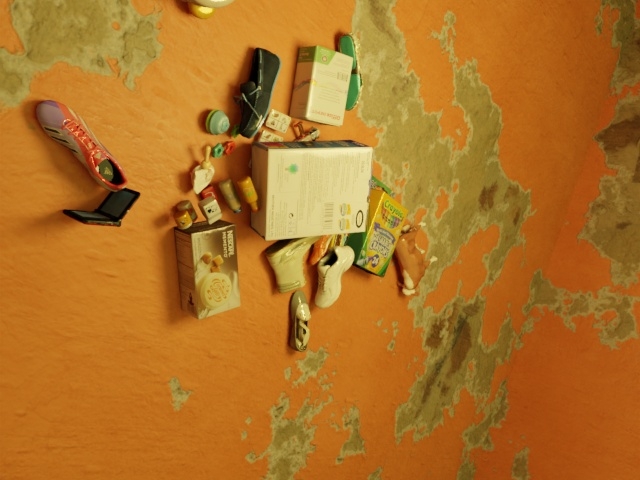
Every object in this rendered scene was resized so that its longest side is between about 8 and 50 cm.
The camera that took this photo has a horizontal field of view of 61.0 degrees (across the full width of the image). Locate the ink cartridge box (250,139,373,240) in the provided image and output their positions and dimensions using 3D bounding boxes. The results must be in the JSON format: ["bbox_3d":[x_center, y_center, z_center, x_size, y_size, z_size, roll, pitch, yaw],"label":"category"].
[{"bbox_3d":[-0.001,-0.157,1.620,0.395,0.151,0.270,-5,112,-23],"label":"ink cartridge box"}]

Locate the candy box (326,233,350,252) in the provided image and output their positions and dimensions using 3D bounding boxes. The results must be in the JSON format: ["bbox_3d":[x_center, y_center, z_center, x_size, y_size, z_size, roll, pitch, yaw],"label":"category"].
[{"bbox_3d":[0.083,-0.053,1.897,0.105,0.027,0.206,8,97,-48],"label":"candy box"}]

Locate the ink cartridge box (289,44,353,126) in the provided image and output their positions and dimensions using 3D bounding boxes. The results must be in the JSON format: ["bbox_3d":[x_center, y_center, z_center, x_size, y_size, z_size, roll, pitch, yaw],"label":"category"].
[{"bbox_3d":[0.002,-0.465,1.656,0.154,0.093,0.213,1,100,-43],"label":"ink cartridge box"}]

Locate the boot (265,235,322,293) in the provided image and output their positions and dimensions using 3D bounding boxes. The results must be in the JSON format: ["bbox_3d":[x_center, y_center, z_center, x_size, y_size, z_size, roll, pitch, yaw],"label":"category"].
[{"bbox_3d":[-0.068,0.061,1.753,0.213,0.077,0.165,-29,120,-28],"label":"boot"}]

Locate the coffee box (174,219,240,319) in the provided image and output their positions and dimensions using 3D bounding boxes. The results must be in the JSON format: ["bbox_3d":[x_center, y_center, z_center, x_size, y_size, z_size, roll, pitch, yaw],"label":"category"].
[{"bbox_3d":[-0.312,0.075,1.511,0.141,0.098,0.247,-15,112,-40],"label":"coffee box"}]

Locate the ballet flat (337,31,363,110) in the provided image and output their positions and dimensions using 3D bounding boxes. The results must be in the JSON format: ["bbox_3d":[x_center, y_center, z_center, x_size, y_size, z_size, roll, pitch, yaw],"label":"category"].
[{"bbox_3d":[0.104,-0.541,1.742,0.077,0.091,0.241,-37,132,-57],"label":"ballet flat"}]

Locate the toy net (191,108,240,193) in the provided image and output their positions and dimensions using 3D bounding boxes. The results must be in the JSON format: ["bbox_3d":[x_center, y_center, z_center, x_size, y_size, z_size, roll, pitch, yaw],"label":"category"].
[{"bbox_3d":[-0.297,-0.234,1.482,0.232,0.045,0.122,-66,161,-3],"label":"toy net"}]

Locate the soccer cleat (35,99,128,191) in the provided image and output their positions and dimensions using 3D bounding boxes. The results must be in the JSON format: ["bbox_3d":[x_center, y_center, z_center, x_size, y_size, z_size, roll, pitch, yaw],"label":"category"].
[{"bbox_3d":[-0.527,-0.212,1.222,0.083,0.095,0.248,-48,125,-22],"label":"soccer cleat"}]

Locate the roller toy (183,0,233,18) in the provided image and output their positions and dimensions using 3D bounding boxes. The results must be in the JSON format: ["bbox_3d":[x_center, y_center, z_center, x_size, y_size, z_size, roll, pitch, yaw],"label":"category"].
[{"bbox_3d":[-0.281,-0.660,1.296,0.191,0.146,0.209,-52,137,-7],"label":"roller toy"}]

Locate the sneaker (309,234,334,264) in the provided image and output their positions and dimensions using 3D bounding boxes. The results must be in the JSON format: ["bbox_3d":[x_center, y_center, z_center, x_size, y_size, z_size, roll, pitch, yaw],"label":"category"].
[{"bbox_3d":[0.000,0.000,1.822,0.067,0.064,0.175,26,90,-8],"label":"sneaker"}]

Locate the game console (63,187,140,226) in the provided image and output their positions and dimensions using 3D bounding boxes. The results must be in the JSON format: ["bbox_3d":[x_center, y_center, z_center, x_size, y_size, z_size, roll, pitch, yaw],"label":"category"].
[{"bbox_3d":[-0.505,-0.085,1.252,0.124,0.144,0.085,4,98,-43],"label":"game console"}]

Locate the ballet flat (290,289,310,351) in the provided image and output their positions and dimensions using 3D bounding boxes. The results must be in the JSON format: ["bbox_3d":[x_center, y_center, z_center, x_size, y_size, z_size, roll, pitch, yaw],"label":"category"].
[{"bbox_3d":[-0.061,0.273,1.827,0.072,0.068,0.213,-8,107,-42],"label":"ballet flat"}]

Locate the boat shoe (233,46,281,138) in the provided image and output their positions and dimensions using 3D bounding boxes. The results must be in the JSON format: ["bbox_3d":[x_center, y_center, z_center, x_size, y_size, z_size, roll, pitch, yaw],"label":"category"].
[{"bbox_3d":[-0.191,-0.409,1.503,0.089,0.109,0.259,25,68,-37],"label":"boat shoe"}]

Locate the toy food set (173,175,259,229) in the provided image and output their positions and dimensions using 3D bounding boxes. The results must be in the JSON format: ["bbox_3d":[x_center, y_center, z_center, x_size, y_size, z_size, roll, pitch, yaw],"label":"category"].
[{"bbox_3d":[-0.287,-0.083,1.482,0.232,0.111,0.105,-35,125,-23],"label":"toy food set"}]

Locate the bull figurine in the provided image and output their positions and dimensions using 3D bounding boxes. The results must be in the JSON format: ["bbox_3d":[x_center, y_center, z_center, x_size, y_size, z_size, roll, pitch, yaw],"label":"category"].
[{"bbox_3d":[0.366,0.074,2.152,0.188,0.101,0.311,-44,130,-30],"label":"bull figurine"}]

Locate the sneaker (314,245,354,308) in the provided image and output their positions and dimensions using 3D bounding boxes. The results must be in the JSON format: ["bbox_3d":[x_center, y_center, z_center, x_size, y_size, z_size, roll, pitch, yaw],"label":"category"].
[{"bbox_3d":[0.020,0.117,1.832,0.115,0.090,0.232,17,94,-49],"label":"sneaker"}]

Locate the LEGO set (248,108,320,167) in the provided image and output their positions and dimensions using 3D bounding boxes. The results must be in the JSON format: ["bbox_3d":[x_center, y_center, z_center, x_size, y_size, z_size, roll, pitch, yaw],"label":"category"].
[{"bbox_3d":[-0.099,-0.282,1.663,0.244,0.060,0.183,13,104,-43],"label":"LEGO set"}]

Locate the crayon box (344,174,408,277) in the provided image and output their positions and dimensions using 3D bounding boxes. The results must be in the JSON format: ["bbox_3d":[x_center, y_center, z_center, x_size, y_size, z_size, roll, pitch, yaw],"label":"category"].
[{"bbox_3d":[0.206,-0.048,1.955,0.203,0.083,0.323,27,81,-51],"label":"crayon box"}]
